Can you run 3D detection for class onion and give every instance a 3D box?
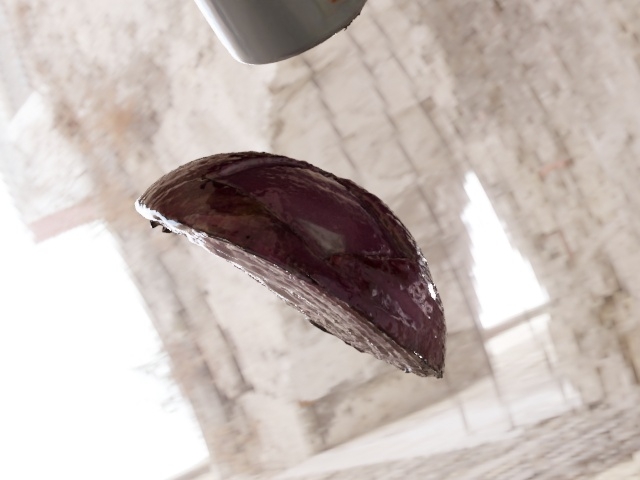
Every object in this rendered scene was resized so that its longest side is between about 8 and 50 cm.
[{"bbox_3d":[0.000,0.000,1.358,0.250,0.247,0.111,34,-97,-12],"label":"onion"}]

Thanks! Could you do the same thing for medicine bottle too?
[{"bbox_3d":[-0.071,-0.272,1.431,0.144,0.144,0.252,-49,-58,-23],"label":"medicine bottle"}]
